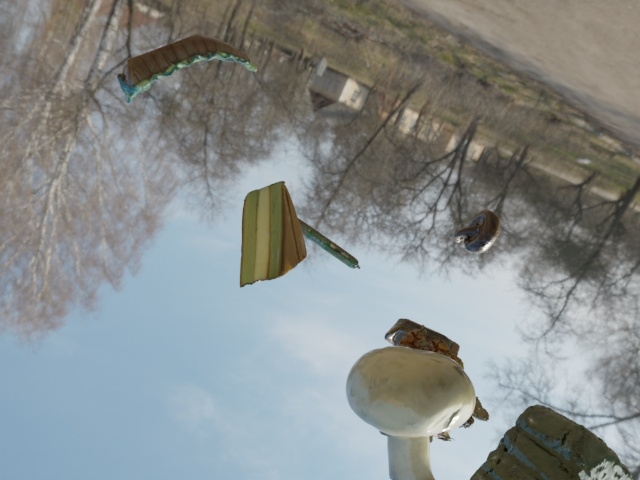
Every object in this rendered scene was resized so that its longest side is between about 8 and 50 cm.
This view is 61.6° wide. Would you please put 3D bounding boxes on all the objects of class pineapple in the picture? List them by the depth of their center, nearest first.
[{"bbox_3d":[0.294,0.453,1.477,0.208,0.345,0.286,-15,-153,-41],"label":"pineapple"}]

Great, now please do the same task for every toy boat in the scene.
[{"bbox_3d":[-0.264,-0.357,1.074,0.292,0.099,0.108,-25,-157,-28],"label":"toy boat"}]

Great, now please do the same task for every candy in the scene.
[{"bbox_3d":[0.385,0.373,1.992,0.271,0.101,0.143,18,-151,23],"label":"candy"}]

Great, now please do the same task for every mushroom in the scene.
[{"bbox_3d":[0.214,0.430,1.305,0.313,0.337,0.314,-1,177,0],"label":"mushroom"},{"bbox_3d":[0.478,-0.020,1.629,0.080,0.135,0.170,36,150,-22],"label":"mushroom"}]

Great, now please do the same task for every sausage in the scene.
[{"bbox_3d":[0.000,0.000,1.437,0.269,0.033,0.033,35,-166,-11],"label":"sausage"}]

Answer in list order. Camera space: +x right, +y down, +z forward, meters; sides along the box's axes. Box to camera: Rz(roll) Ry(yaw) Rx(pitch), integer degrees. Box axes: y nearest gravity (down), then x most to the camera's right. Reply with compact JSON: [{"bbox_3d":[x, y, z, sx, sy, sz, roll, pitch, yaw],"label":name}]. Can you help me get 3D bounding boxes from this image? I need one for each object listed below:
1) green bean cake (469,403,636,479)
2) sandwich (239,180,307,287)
[{"bbox_3d":[0.290,0.356,0.689,0.223,0.227,0.124,49,164,-27],"label":"green bean cake"},{"bbox_3d":[-0.121,-0.017,1.134,0.117,0.188,0.144,-16,-175,25],"label":"sandwich"}]
